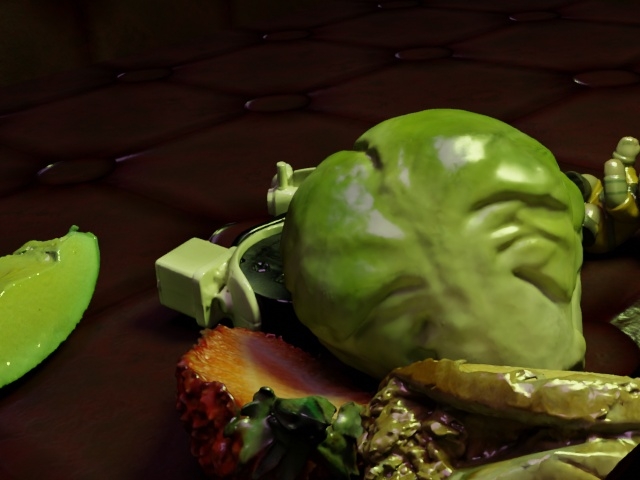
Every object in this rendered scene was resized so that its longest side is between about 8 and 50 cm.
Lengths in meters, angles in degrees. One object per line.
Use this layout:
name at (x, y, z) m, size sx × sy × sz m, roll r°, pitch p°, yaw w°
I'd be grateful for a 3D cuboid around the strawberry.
strawberry at (-0.046, 0.160, 0.804) m, size 0.188 × 0.106 × 0.286 m, roll 11°, pitch 5°, yaw -20°

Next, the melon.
melon at (-0.378, 0.087, 0.995) m, size 0.196 × 0.124 × 0.323 m, roll 19°, pitch 28°, yaw 36°

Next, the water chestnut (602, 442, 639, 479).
water chestnut at (0.266, 0.210, 0.413) m, size 0.335 × 0.335 × 0.347 m, roll 9°, pitch -7°, yaw 27°

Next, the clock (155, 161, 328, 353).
clock at (0.000, 0.000, 1.124) m, size 0.276 × 0.120 × 0.379 m, roll 17°, pitch 32°, yaw 27°

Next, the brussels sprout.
brussels sprout at (0.124, 0.016, 0.849) m, size 0.316 × 0.243 × 0.274 m, roll 29°, pitch 64°, yaw 6°

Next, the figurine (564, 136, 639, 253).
figurine at (0.440, -0.055, 1.109) m, size 0.256 × 0.167 × 0.192 m, roll -16°, pitch 30°, yaw 33°

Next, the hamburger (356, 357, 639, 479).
hamburger at (0.152, 0.152, 0.628) m, size 0.286 × 0.146 × 0.243 m, roll 12°, pitch -21°, yaw -40°
